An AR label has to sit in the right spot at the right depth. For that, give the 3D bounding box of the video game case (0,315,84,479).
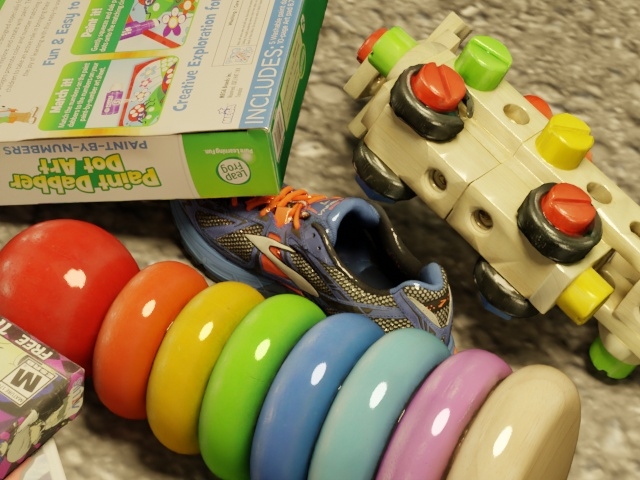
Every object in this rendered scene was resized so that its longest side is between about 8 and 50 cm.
[{"bbox_3d":[-0.274,0.075,1.011,0.232,0.042,0.210,31,46,20],"label":"video game case"}]

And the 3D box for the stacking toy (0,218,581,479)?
[{"bbox_3d":[-0.038,0.080,1.050,0.330,0.141,0.141,21,41,20],"label":"stacking toy"}]

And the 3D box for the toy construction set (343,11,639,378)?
[{"bbox_3d":[0.139,-0.046,1.203,0.327,0.151,0.215,33,40,23],"label":"toy construction set"}]

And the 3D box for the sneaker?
[{"bbox_3d":[0.000,0.000,1.170,0.221,0.087,0.083,35,45,24],"label":"sneaker"}]

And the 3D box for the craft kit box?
[{"bbox_3d":[-0.128,-0.118,1.245,0.246,0.061,0.250,1,39,11],"label":"craft kit box"}]

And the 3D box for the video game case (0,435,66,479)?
[{"bbox_3d":[-0.204,0.166,0.977,0.183,0.023,0.201,-6,43,-20],"label":"video game case"}]
